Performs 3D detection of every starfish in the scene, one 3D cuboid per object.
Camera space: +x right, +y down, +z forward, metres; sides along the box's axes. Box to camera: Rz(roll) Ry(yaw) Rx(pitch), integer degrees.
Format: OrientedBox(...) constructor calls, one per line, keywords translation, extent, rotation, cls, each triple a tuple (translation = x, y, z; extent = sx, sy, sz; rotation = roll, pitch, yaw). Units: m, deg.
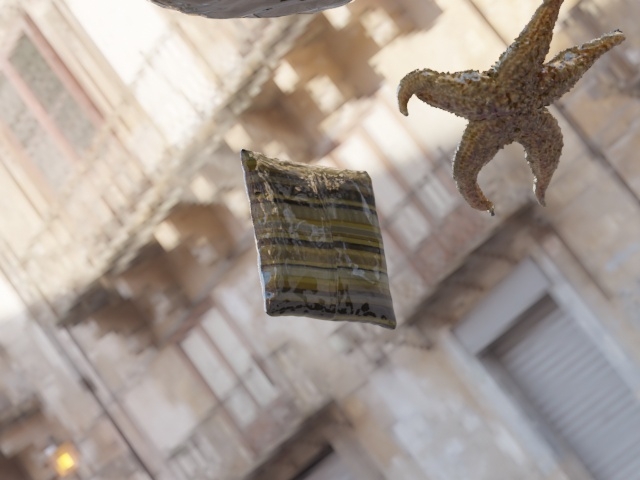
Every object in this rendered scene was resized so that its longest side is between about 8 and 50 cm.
OrientedBox(translation=(0.248, -0.169, 1.932), extent=(0.299, 0.060, 0.302), rotation=(30, -71, -34), cls="starfish")

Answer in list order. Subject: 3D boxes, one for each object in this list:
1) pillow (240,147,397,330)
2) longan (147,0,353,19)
OrientedBox(translation=(0.000, 0.000, 1.919), extent=(0.208, 0.212, 0.052), rotation=(9, -25, -42), cls="pillow")
OrientedBox(translation=(-0.076, -0.448, 1.771), extent=(0.435, 0.404, 0.404), rotation=(-8, -26, -29), cls="longan")
